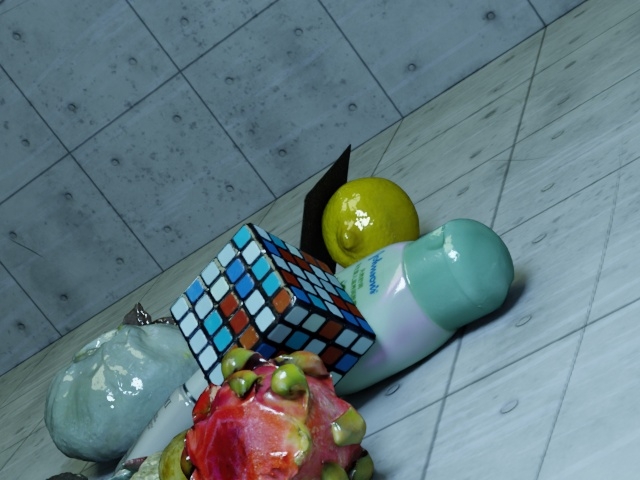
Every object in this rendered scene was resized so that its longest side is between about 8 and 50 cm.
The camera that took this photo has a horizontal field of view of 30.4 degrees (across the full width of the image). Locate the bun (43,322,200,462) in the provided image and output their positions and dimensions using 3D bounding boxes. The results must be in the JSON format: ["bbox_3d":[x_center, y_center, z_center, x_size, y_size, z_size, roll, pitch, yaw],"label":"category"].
[{"bbox_3d":[-0.390,0.289,2.330,0.362,0.211,0.362,-35,10,7],"label":"bun"}]

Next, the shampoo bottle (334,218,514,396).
[{"bbox_3d":[0.125,0.090,1.739,0.350,0.151,0.221,-29,28,29],"label":"shampoo bottle"}]

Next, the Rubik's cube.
[{"bbox_3d":[-0.066,0.119,1.653,0.182,0.184,0.187,-47,47,13],"label":"Rubik's cube"}]

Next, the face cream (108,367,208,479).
[{"bbox_3d":[-0.282,0.355,2.119,0.314,0.089,0.143,-47,10,5],"label":"face cream"}]

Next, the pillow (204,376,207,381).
[{"bbox_3d":[-0.086,0.229,1.855,0.141,0.055,0.208,-41,50,-12],"label":"pillow"}]

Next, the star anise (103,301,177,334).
[{"bbox_3d":[-0.369,0.244,2.548,0.214,0.220,0.099,-40,44,15],"label":"star anise"}]

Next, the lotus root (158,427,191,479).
[{"bbox_3d":[-0.169,0.329,1.696,0.138,0.138,0.214,-41,24,-19],"label":"lotus root"}]

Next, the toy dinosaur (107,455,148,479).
[{"bbox_3d":[-0.292,0.376,1.903,0.167,0.053,0.242,-48,-19,-31],"label":"toy dinosaur"}]

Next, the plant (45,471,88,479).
[{"bbox_3d":[-0.455,0.484,1.960,0.142,0.131,0.203,-27,16,26],"label":"plant"}]

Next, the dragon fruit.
[{"bbox_3d":[-0.065,0.253,1.475,0.307,0.243,0.227,-13,65,54],"label":"dragon fruit"}]

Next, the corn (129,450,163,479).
[{"bbox_3d":[-0.256,0.412,1.716,0.127,0.126,0.335,-32,9,24],"label":"corn"}]

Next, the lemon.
[{"bbox_3d":[0.095,-0.026,2.200,0.187,0.186,0.244,-30,4,31],"label":"lemon"}]

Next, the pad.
[{"bbox_3d":[0.000,0.000,2.258,0.220,0.004,0.330,-51,-26,-50],"label":"pad"}]
